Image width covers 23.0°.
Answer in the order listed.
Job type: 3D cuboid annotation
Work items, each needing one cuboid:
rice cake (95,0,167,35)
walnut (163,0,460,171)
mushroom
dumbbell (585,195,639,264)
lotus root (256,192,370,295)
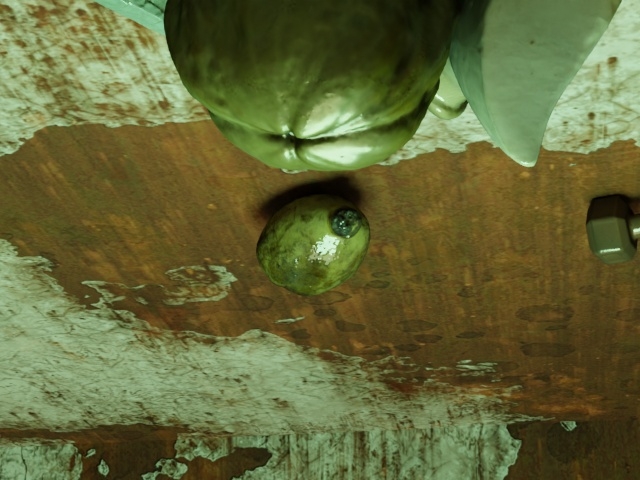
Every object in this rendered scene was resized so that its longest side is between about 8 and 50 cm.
[{"bbox_3d":[-0.193,-0.244,1.543,0.045,0.042,0.245,2,167,42],"label":"rice cake"},{"bbox_3d":[-0.008,-0.189,1.377,0.283,0.283,0.227,-3,142,6],"label":"walnut"},{"bbox_3d":[0.164,-0.186,1.490,0.126,0.177,0.397,21,-172,-8],"label":"mushroom"},{"bbox_3d":[0.468,-0.028,2.075,0.231,0.082,0.092,-10,158,25],"label":"dumbbell"},{"bbox_3d":[0.000,0.000,2.081,0.138,0.138,0.214,10,156,-26],"label":"lotus root"}]
